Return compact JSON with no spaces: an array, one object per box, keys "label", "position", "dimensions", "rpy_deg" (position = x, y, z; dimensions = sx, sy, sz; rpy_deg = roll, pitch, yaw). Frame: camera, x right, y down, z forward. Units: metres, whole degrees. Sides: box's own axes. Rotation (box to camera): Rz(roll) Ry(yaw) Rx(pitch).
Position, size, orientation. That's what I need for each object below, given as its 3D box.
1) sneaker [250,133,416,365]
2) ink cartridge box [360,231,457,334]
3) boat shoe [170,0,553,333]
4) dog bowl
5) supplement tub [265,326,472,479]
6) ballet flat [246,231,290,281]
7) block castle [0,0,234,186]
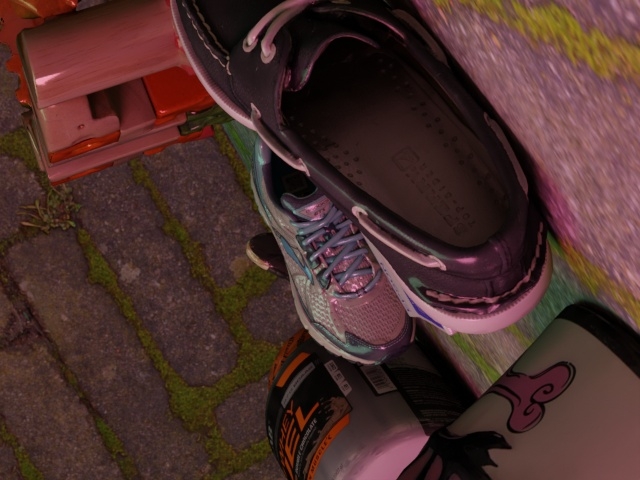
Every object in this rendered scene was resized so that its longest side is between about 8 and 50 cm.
[{"label":"sneaker","position":[0.000,0.000,1.757],"dimensions":[0.283,0.110,0.122],"rpy_deg":[58,173,25]},{"label":"ink cartridge box","position":[0.047,-0.032,1.318],"dimensions":[0.206,0.045,0.208],"rpy_deg":[60,175,-4]},{"label":"boat shoe","position":[0.015,-0.084,0.926],"dimensions":[0.302,0.114,0.091],"rpy_deg":[45,171,24]},{"label":"dog bowl","position":[0.180,0.245,0.928],"dimensions":[0.408,0.150,0.408],"rpy_deg":[59,177,5]},{"label":"supplement tub","position":[0.063,0.216,1.826],"dimensions":[0.207,0.207,0.338],"rpy_deg":[61,176,-25]},{"label":"ballet flat","position":[-0.008,0.032,1.869],"dimensions":[0.173,0.049,0.057],"rpy_deg":[17,-124,-31]},{"label":"block castle","position":[-0.152,-0.223,1.313],"dimensions":[0.453,0.213,0.303],"rpy_deg":[155,97,-80]}]
